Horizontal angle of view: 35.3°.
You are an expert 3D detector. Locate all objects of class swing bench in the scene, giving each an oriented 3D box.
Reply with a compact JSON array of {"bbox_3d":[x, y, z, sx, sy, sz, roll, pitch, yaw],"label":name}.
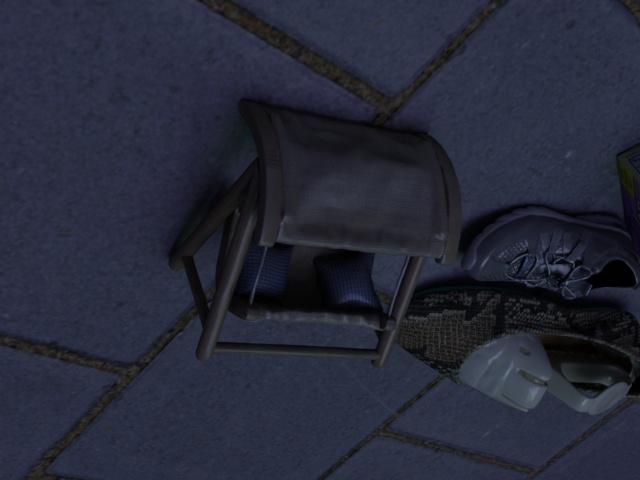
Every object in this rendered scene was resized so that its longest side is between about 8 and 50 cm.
[{"bbox_3d":[0.000,0.000,1.130,0.253,0.165,0.255,6,132,-32],"label":"swing bench"}]

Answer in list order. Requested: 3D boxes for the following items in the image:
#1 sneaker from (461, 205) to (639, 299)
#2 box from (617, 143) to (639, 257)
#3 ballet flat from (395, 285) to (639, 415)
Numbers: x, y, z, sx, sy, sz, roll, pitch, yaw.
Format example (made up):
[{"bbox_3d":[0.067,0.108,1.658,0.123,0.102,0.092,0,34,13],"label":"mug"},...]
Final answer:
[{"bbox_3d":[0.325,0.025,1.364,0.281,0.115,0.105,-4,137,-23],"label":"sneaker"},{"bbox_3d":[0.515,0.003,1.339,0.117,0.243,0.213,-26,142,2],"label":"box"},{"bbox_3d":[0.331,0.173,1.482,0.483,0.182,0.164,9,131,-34],"label":"ballet flat"}]
